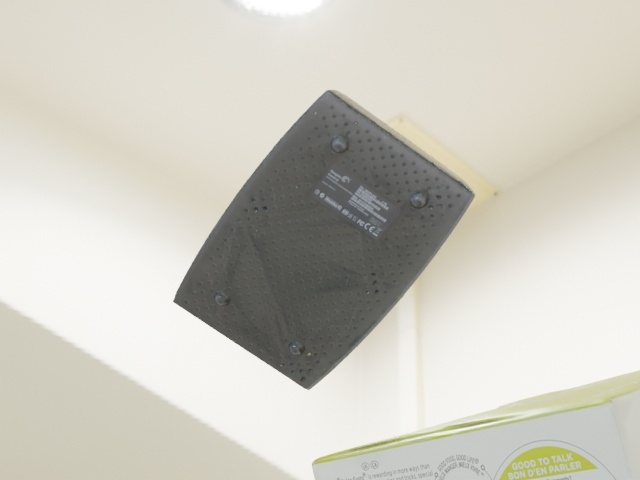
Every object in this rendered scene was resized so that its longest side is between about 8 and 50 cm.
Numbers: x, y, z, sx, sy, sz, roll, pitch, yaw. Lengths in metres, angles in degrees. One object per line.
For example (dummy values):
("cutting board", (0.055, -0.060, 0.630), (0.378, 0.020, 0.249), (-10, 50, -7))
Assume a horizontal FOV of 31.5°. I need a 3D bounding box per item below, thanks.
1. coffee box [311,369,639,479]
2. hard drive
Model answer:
("coffee box", (0.253, 0.296, 0.997), (0.337, 0.334, 0.338), (-5, -13, -43))
("hard drive", (0.000, 0.000, 1.007), (0.172, 0.054, 0.255), (34, -64, -8))
